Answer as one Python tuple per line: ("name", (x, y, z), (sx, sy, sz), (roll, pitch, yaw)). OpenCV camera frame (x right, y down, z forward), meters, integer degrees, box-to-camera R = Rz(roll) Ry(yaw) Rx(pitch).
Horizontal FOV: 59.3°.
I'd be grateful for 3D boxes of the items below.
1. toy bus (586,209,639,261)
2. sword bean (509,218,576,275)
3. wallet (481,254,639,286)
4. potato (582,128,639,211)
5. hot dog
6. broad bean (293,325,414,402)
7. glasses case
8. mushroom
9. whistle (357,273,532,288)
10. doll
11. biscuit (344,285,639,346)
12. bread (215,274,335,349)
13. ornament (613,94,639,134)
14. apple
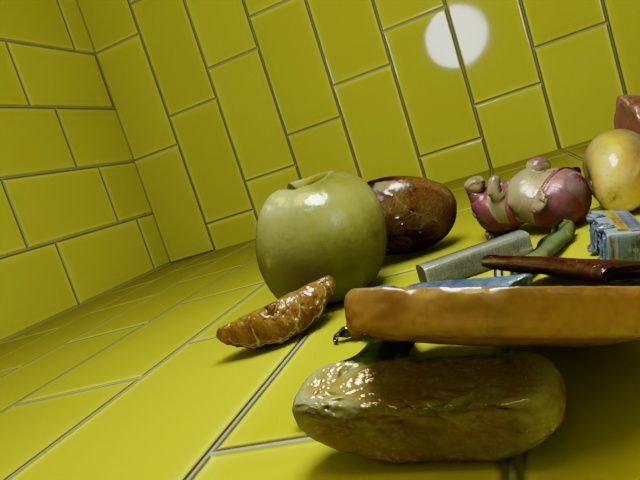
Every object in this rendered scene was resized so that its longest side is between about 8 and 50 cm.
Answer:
("toy bus", (0.450, -0.004, 0.854), (0.075, 0.064, 0.190), (-3, 11, 17))
("sword bean", (0.391, 0.011, 0.974), (0.043, 0.038, 0.269), (-28, -2, 44))
("wallet", (0.337, 0.037, 0.745), (0.137, 0.031, 0.255), (2, 0, -15))
("potato", (0.600, -0.146, 1.131), (0.146, 0.150, 0.234), (-45, 3, 25))
("hot dog", (0.089, 0.151, 0.495), (0.242, 0.074, 0.084), (-11, 13, 28))
("broad bean", (0.059, 0.147, 0.741), (0.143, 0.050, 0.292), (-23, 3, 13))
("glasses case", (0.282, 0.034, 1.039), (0.204, 0.047, 0.071), (-19, 6, -3))
("mushroom", (0.183, -0.054, 1.364), (0.296, 0.163, 0.278), (-14, -13, 31))
("whistle", (0.172, 0.090, 0.829), (0.062, 0.062, 0.304), (-24, 9, -41))
("doll", (0.450, -0.095, 1.202), (0.196, 0.152, 0.255), (-37, 20, -30))
("biscuit", (0.176, 0.075, 0.568), (0.311, 0.057, 0.351), (1, -6, 0))
("bread", (-0.066, 0.138, 0.992), (0.232, 0.076, 0.105), (-27, -3, -14))
("ornament", (0.790, -0.237, 1.234), (0.217, 0.222, 0.235), (-12, -14, 11))
("apple", (0.020, -0.006, 1.157), (0.233, 0.258, 0.295), (-14, 11, 21))
